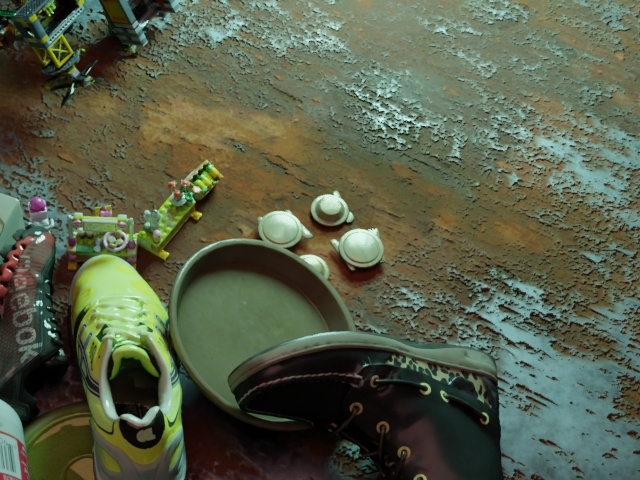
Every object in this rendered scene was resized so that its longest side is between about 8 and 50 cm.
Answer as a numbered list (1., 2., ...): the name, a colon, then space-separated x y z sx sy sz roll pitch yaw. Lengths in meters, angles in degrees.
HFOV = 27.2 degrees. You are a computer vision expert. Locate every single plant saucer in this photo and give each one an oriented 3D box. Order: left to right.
1. plant saucer: -0.287 0.300 1.636 0.241 0.037 0.241 3 58 -4
2. plant saucer: -0.075 0.125 1.719 0.278 0.041 0.278 17 52 -23

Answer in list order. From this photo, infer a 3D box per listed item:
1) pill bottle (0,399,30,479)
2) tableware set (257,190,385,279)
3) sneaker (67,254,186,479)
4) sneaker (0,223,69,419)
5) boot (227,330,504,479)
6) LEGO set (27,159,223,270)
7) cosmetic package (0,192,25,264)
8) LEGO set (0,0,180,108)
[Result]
1. pill bottle: -0.418 0.388 1.450 0.229 0.229 0.407 -9 59 -12
2. tableware set: 0.000 0.000 1.874 0.169 0.020 0.141 -22 63 -19
3. sneaker: -0.231 0.144 1.650 0.145 0.147 0.384 -6 44 -18
4. sneaker: -0.377 0.111 1.706 0.135 0.097 0.276 14 64 1
5. boot: 0.083 0.267 1.606 0.377 0.138 0.284 8 56 -32
6. LEGO set: -0.255 -0.042 1.819 0.287 0.107 0.132 -17 61 -16
7. cosmetic package: -0.522 0.069 1.715 0.160 0.113 0.309 18 58 5
8. LEGO set: -0.374 -0.335 1.989 0.255 0.192 0.331 5 48 32
